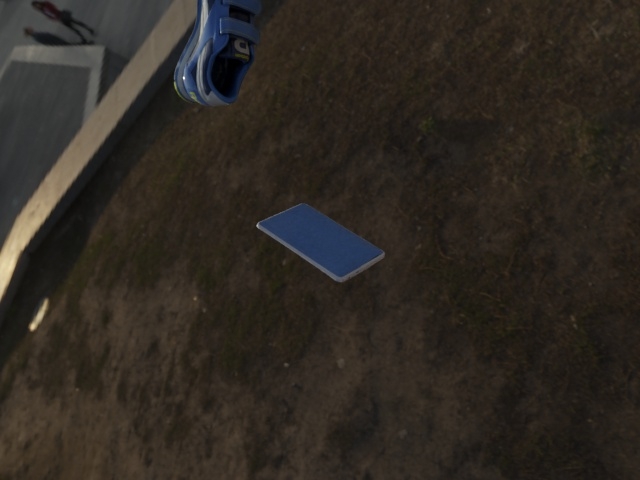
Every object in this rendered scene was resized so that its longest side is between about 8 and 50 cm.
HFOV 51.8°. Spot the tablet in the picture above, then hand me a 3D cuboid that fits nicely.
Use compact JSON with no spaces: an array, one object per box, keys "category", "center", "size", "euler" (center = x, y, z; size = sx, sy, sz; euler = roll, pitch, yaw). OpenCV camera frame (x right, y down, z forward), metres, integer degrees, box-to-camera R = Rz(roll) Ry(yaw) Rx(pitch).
[{"category":"tablet","center":[0.000,0.000,0.479],"size":[0.083,0.054,0.006],"euler":[32,129,29]}]

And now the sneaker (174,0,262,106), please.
[{"category":"sneaker","center":[-0.074,-0.178,0.545],"size":[0.059,0.053,0.144],"euler":[32,112,42]}]
